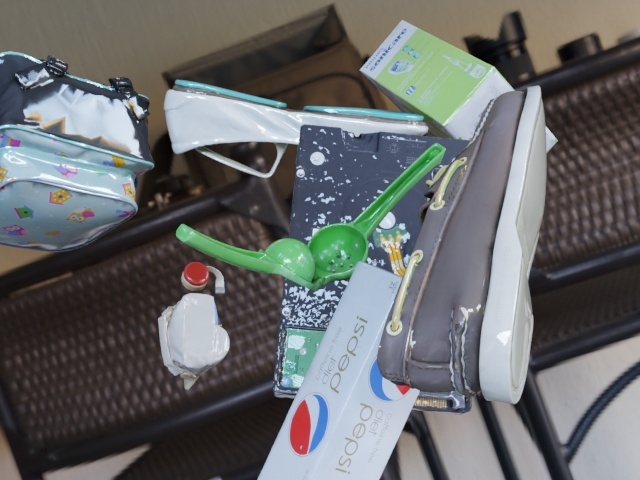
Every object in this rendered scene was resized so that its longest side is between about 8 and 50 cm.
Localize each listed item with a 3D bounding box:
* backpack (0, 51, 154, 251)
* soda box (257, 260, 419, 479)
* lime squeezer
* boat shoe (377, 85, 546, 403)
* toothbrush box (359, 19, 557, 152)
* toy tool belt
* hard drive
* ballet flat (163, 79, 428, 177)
[{"bbox_3d":[-0.262,-0.068,0.816,0.166,0.144,0.188,9,-20,-41],"label":"backpack"},{"bbox_3d":[0.030,0.132,0.744,0.069,0.216,0.074,27,-2,-31],"label":"soda box"},{"bbox_3d":[0.000,0.000,0.750,0.310,0.059,0.110,-20,-28,-42],"label":"lime squeezer"},{"bbox_3d":[0.123,-0.015,0.691,0.097,0.116,0.324,0,45,20],"label":"boat shoe"},{"bbox_3d":[0.225,-0.228,1.462,0.122,0.206,0.283,-48,38,6],"label":"toothbrush box"},{"bbox_3d":[-0.096,0.063,0.645,0.052,0.083,0.051,4,-32,-21],"label":"toy tool belt"},{"bbox_3d":[0.074,0.032,1.069,0.237,0.338,0.064,5,-18,0],"label":"hard drive"},{"bbox_3d":[-0.041,-0.156,1.337,0.401,0.139,0.139,8,-1,-3],"label":"ballet flat"}]
